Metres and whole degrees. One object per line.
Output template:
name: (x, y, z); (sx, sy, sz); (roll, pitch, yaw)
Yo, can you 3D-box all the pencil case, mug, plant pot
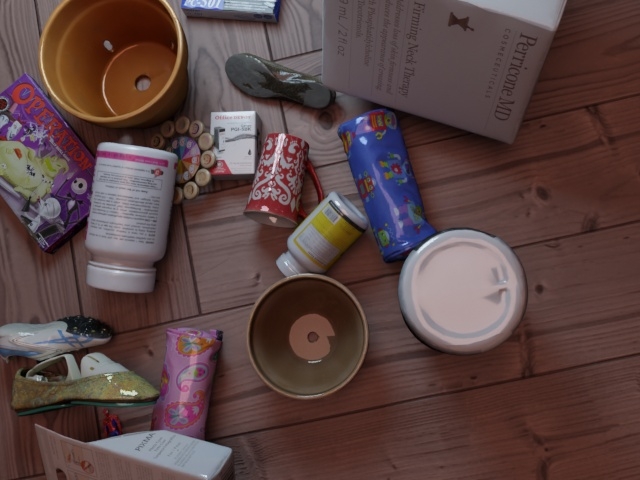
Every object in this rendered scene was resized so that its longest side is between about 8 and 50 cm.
pencil case: (0.136, -0.110, 1.501); (0.133, 0.119, 0.306); (-11, 77, -33)
pencil case: (-0.264, 0.310, 1.488); (0.124, 0.124, 0.284); (8, 82, 8)
mug: (-0.072, -0.117, 1.548); (0.113, 0.150, 0.170); (0, 74, 43)
plant pot: (-0.020, 0.187, 1.479); (0.237, 0.110, 0.238); (-1, 82, 8)
plant pot: (-0.392, -0.352, 1.556); (0.290, 0.203, 0.291); (-1, 81, 7)

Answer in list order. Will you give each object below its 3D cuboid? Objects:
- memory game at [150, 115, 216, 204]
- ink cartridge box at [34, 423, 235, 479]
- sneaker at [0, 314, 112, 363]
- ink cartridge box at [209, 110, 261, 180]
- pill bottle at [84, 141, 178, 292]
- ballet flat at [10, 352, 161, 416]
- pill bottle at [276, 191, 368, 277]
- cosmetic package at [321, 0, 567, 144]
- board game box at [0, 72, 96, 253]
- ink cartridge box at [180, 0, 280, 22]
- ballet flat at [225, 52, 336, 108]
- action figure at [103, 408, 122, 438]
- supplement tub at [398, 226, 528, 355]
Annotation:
memory game: (-0.294, -0.167, 1.582); (0.186, 0.012, 0.186); (-3, 83, 27)
ink cartridge box: (-0.335, 0.486, 1.422); (0.384, 0.091, 0.308); (10, 119, 23)
sneaker: (-0.542, 0.207, 1.561); (0.237, 0.085, 0.086); (-4, 109, 2)
ink cartridge box: (-0.177, -0.197, 1.581); (0.099, 0.056, 0.135); (-1, 82, 7)
pill bottle: (-0.383, -0.045, 1.521); (0.160, 0.160, 0.283); (8, 92, 8)
ballet flat: (-0.467, 0.275, 1.481); (0.348, 0.123, 0.123); (-10, 80, 26)
pill bottle: (0.000, 0.000, 1.500); (0.103, 0.103, 0.184); (46, 102, 11)
cosmetic package: (0.239, -0.444, 1.391); (0.393, 0.329, 0.328); (19, 65, 10)
board game box: (-0.606, -0.167, 1.635); (0.208, 0.056, 0.347); (-40, 79, -5)
ink cartridge box: (-0.190, -0.529, 1.637); (0.207, 0.046, 0.097); (6, 81, 8)
ballet flat: (-0.082, -0.335, 1.596); (0.249, 0.058, 0.084); (18, 119, 14)
action figure: (-0.415, 0.394, 1.537); (0.038, 0.030, 0.115); (-27, 77, 7)
supplement tub: (0.241, 0.099, 1.344); (0.207, 0.338, 0.207); (-1, 82, 7)
